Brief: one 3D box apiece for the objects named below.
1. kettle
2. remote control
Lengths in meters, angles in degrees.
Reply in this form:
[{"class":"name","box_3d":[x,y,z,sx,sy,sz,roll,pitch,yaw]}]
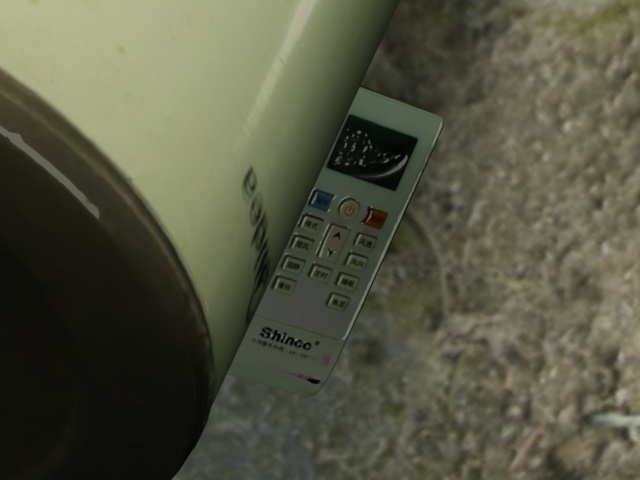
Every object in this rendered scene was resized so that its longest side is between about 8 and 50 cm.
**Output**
[{"class":"kettle","box_3d":[-0.091,-0.143,0.625,0.250,0.376,0.361,10,138,12]},{"class":"remote control","box_3d":[0.000,0.000,0.989,0.065,0.029,0.166,18,104,-24]}]
